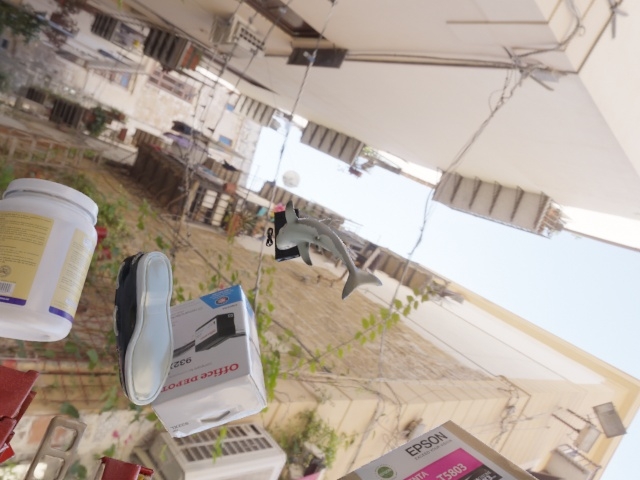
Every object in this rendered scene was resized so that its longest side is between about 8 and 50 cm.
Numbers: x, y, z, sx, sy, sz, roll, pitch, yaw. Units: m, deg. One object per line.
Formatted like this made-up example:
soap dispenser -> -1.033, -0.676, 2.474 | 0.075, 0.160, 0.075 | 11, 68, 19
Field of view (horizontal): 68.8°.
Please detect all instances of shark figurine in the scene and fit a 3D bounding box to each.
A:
shark figurine -> 0.018, -0.005, 1.035 | 0.278, 0.116, 0.166 | 30, -49, 33

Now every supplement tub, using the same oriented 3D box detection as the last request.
supplement tub -> -0.672, 0.048, 1.092 | 0.241, 0.241, 0.332 | -17, -123, 39

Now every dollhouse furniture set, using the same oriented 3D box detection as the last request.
dollhouse furniture set -> -0.450, 0.341, 0.799 | 0.201, 0.374, 0.152 | -37, -147, 49

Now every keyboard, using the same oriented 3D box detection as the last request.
keyboard -> -0.111, -0.016, 1.390 | 0.108, 0.023, 0.180 | -10, -128, 7

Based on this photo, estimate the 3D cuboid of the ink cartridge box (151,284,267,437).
ink cartridge box -> -0.266, 0.275, 1.123 | 0.223, 0.129, 0.307 | -17, -144, -3

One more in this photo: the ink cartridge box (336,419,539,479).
ink cartridge box -> 0.164, 0.360, 0.620 | 0.193, 0.234, 0.088 | 23, -62, 52

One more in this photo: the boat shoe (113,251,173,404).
boat shoe -> -0.368, 0.175, 0.957 | 0.091, 0.114, 0.303 | -6, -108, 28

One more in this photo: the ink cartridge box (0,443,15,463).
ink cartridge box -> -0.786, 0.408, 0.925 | 0.275, 0.238, 0.060 | 28, -45, 35
